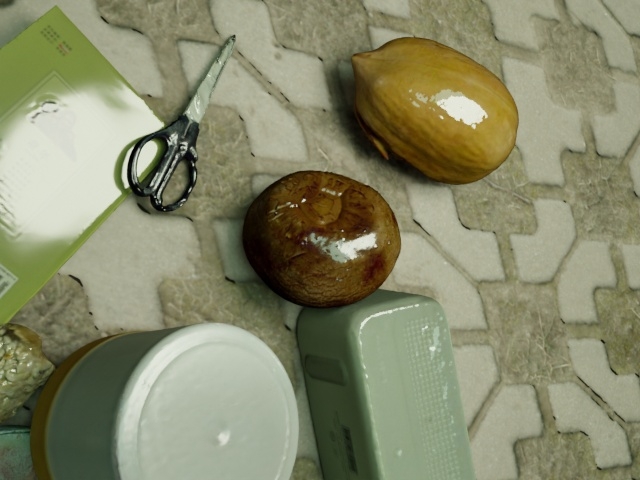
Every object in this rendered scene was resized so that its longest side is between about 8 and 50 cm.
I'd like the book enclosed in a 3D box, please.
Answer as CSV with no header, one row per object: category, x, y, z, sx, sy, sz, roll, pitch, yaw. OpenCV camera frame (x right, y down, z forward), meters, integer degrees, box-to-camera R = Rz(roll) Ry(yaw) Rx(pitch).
book,-0.370,-0.094,0.777,0.239,0.035,0.352,49,63,-26

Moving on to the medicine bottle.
medicine bottle,-0.182,0.223,0.726,0.237,0.231,0.238,12,72,-42

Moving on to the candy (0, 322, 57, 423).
candy,-0.380,0.161,0.750,0.085,0.095,0.110,33,67,27

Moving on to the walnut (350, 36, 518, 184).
walnut,0.174,-0.212,0.971,0.297,0.203,0.203,34,74,-14

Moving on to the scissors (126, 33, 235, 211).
scissors,-0.183,-0.183,0.894,0.109,0.022,0.300,42,64,-43

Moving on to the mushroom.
mushroom,0.000,-0.010,0.872,0.231,0.138,0.194,4,44,5

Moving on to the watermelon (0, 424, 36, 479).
watermelon,-0.449,0.347,0.710,0.318,0.148,0.226,-50,124,-34

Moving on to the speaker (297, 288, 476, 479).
speaker,0.103,0.277,0.904,0.183,0.184,0.407,-10,90,-24
